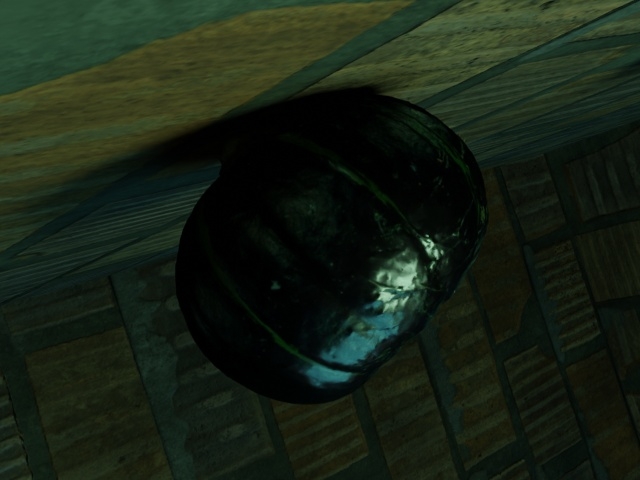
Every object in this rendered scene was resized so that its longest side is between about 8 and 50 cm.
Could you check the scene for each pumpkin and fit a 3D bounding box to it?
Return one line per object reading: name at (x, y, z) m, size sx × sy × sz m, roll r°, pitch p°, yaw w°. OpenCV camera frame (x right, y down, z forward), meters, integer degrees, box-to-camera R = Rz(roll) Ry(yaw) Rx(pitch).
pumpkin at (0.000, 0.000, 0.801) m, size 0.315 × 0.238 × 0.315 m, roll -41°, pitch 177°, yaw -2°

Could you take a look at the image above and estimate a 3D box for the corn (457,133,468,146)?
corn at (0.075, -0.081, 1.145) m, size 0.317 × 0.115 × 0.115 m, roll -17°, pitch 178°, yaw -36°
